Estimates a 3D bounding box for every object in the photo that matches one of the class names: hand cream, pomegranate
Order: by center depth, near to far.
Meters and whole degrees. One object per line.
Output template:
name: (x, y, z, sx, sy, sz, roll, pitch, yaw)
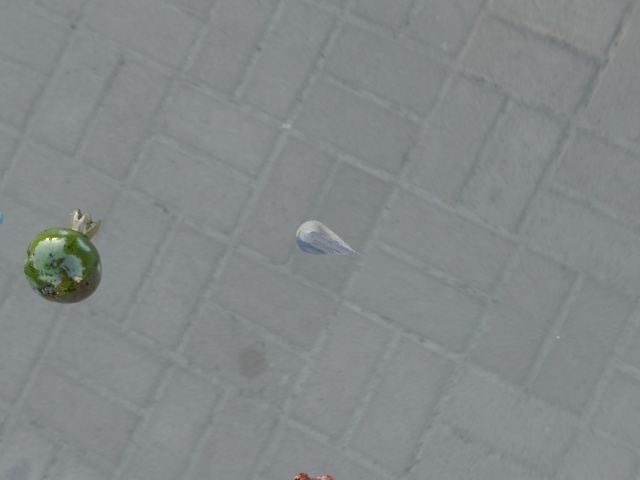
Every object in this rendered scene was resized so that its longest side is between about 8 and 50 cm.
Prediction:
pomegranate: (-0.356, 0.021, 1.551, 0.114, 0.114, 0.142, 11, 53, 13)
hand cream: (0.000, 0.000, 1.673, 0.084, 0.142, 0.053, 25, 89, -19)

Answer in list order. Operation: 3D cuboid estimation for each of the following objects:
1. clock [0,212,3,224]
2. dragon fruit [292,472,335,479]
clock: (-0.416, -0.027, 0.919, 0.274, 0.094, 0.224, -17, 113, -10)
dragon fruit: (0.001, 0.406, 1.686, 0.068, 0.126, 0.112, -38, 43, 13)
